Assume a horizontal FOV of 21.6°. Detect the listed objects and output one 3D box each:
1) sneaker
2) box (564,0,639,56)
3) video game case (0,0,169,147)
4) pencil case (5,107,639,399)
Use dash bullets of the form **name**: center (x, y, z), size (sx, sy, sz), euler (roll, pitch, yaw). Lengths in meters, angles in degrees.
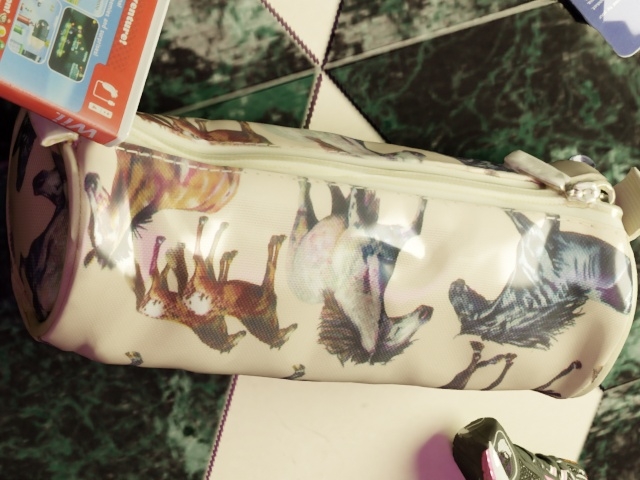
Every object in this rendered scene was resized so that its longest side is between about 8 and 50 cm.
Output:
- **sneaker**: center (0.164, 0.187, 1.284), size (0.077, 0.072, 0.178), euler (-39, 131, -9)
- **box**: center (0.176, -0.233, 1.068), size (0.136, 0.036, 0.225), euler (-43, 121, 7)
- **video game case**: center (-0.202, -0.197, 0.896), size (0.285, 0.025, 0.204), euler (25, 67, -28)
- **pencil case**: center (0.000, 0.000, 1.061), size (0.410, 0.160, 0.183), euler (7, 125, -22)
